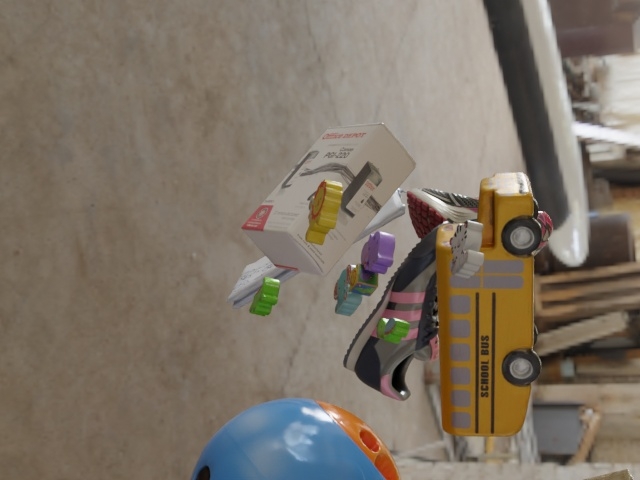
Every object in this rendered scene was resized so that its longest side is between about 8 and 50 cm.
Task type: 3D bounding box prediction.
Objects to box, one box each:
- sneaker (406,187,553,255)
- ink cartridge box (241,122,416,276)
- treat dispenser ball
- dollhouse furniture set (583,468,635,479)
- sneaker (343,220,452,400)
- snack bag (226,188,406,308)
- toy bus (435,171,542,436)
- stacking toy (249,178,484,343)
[{"bbox_3d":[0.258,-0.025,1.619,0.112,0.299,0.121,-33,125,-23],"label":"sneaker"},{"bbox_3d":[0.011,-0.063,1.372,0.218,0.158,0.092,-49,114,-18],"label":"ink cartridge box"},{"bbox_3d":[-0.032,0.351,1.251,0.288,0.288,0.288,-4,90,-71],"label":"treat dispenser ball"},{"bbox_3d":[0.576,0.441,1.690,0.129,0.183,0.129,52,29,-34],"label":"dollhouse furniture set"},{"bbox_3d":[0.163,0.120,1.557,0.112,0.131,0.319,-19,142,-55],"label":"sneaker"},{"bbox_3d":[0.000,0.000,1.693,0.037,0.342,0.323,60,7,-6],"label":"snack bag"},{"bbox_3d":[0.218,0.084,1.239,0.108,0.130,0.333,-66,153,-67],"label":"toy bus"},{"bbox_3d":[0.041,0.030,0.955,0.221,0.167,0.052,126,-27,-52],"label":"stacking toy"}]
